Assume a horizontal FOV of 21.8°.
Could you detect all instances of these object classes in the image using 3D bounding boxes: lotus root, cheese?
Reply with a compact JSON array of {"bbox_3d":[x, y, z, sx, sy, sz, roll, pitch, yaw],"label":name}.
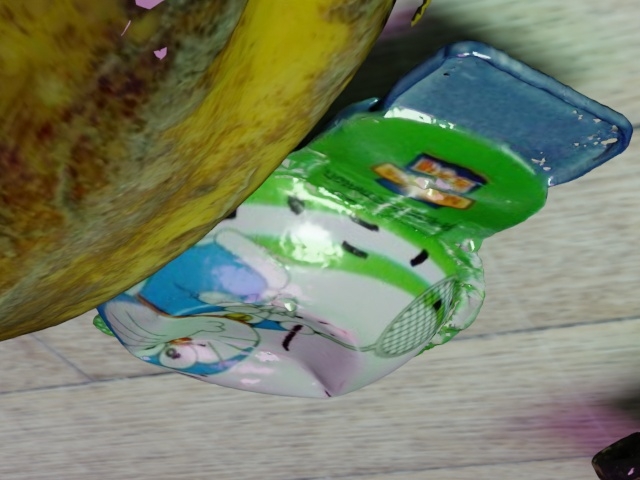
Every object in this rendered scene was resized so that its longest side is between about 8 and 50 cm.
[{"bbox_3d":[-0.106,-0.060,0.559,0.195,0.179,0.397,6,155,-39],"label":"lotus root"},{"bbox_3d":[0.000,0.000,0.748,0.203,0.083,0.320,23,148,-26],"label":"cheese"}]

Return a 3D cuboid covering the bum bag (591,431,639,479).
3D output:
[{"bbox_3d":[0.256,0.103,0.886,0.102,0.069,0.248,37,138,-15],"label":"bum bag"}]
